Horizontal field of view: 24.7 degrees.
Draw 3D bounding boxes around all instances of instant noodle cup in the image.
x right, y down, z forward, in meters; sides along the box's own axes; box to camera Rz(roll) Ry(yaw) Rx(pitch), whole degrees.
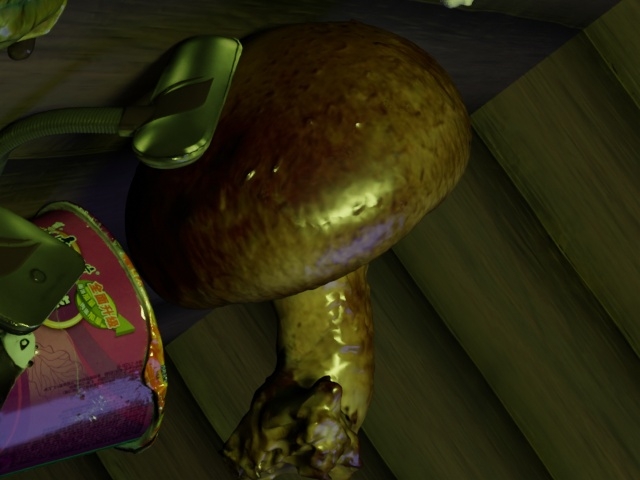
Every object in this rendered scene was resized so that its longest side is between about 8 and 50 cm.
[{"bbox_3d":[-0.285,0.107,1.322,0.190,0.251,0.251,-19,165,-35],"label":"instant noodle cup"}]

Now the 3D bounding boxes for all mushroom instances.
[{"bbox_3d":[0.005,-0.012,1.278,0.334,0.356,0.331,-39,176,-34],"label":"mushroom"}]

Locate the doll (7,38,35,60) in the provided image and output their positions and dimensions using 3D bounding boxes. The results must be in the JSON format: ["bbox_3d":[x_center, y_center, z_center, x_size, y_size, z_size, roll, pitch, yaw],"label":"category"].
[{"bbox_3d":[-0.181,-0.152,0.755,0.139,0.057,0.165,-22,161,-50],"label":"doll"}]

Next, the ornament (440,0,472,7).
[{"bbox_3d":[0.100,-0.261,0.475,0.239,0.239,0.240,-34,178,-13],"label":"ornament"}]

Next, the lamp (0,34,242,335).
[{"bbox_3d":[-0.189,-0.066,1.182,0.283,0.124,0.203,-43,-170,35],"label":"lamp"}]

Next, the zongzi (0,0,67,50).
[{"bbox_3d":[-0.238,-0.096,0.583,0.274,0.125,0.251,-34,166,25],"label":"zongzi"}]
